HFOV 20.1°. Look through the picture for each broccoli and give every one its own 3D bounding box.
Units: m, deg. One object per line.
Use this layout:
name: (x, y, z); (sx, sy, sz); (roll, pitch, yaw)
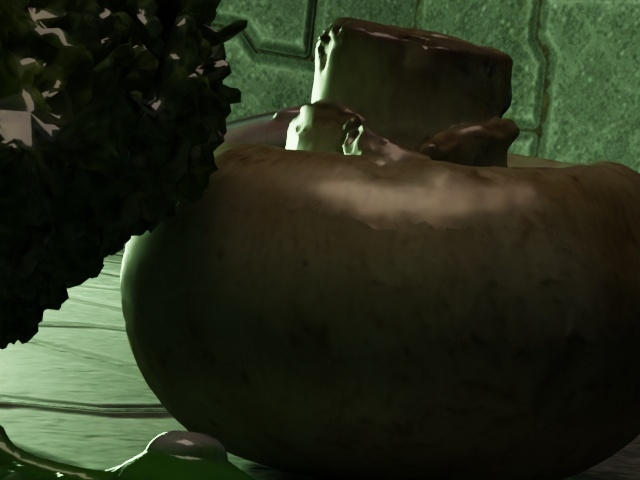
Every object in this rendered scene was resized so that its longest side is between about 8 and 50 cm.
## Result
broccoli: (-0.226, -0.056, 0.675); (0.375, 0.302, 0.249); (-23, -17, -19)

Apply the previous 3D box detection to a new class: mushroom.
mushroom: (0.062, 0.010, 0.766); (0.189, 0.195, 0.253); (12, 8, 38)

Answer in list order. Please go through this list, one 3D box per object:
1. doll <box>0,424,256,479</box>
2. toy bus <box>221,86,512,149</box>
doll: (-0.078, 0.078, 0.466); (0.190, 0.050, 0.115); (2, 8, -44)
toy bus: (0.000, 0.000, 1.144); (0.231, 0.197, 0.294); (-4, 4, -5)
